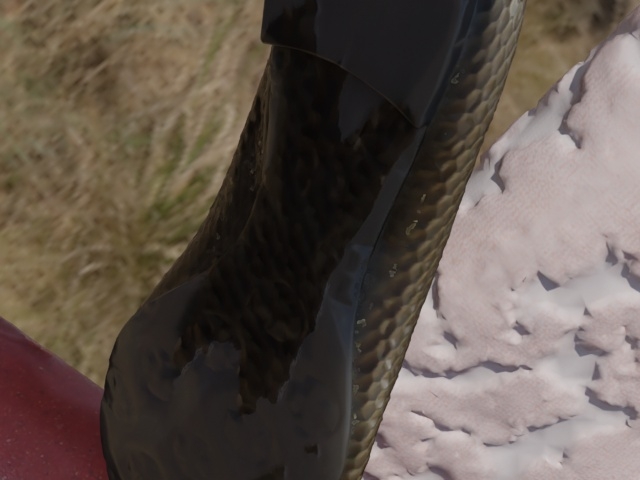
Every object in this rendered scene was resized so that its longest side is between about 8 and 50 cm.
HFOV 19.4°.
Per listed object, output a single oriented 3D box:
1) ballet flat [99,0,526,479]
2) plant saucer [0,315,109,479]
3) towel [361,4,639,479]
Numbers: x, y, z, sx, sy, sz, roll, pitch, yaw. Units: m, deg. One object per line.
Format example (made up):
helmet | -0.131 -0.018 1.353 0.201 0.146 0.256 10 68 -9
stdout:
ballet flat | 0.000 0.000 0.495 0.084 0.250 0.058 34 38 21
plant saucer | -0.080 0.175 0.643 0.258 0.259 0.048 33 40 20
towel | 0.179 0.055 0.587 0.317 0.332 0.053 34 36 -16
